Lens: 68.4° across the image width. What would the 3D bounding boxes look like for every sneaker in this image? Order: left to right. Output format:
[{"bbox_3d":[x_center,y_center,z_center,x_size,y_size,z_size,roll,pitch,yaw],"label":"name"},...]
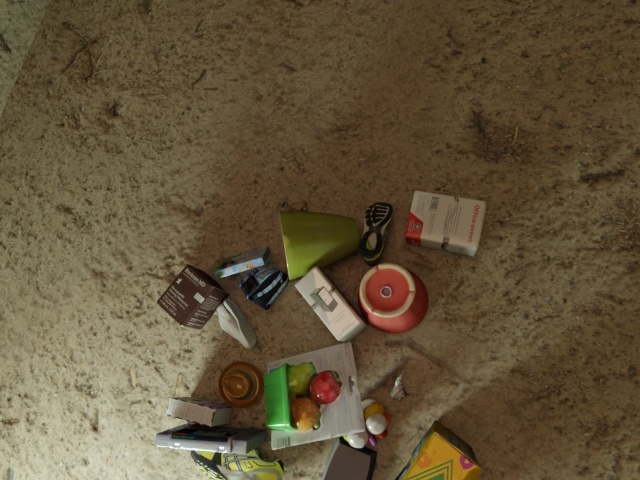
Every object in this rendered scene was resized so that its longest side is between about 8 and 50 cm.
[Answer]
[{"bbox_3d":[-0.351,0.355,1.941,0.095,0.090,0.235,-42,65,13],"label":"sneaker"},{"bbox_3d":[-0.311,0.849,1.774,0.385,0.145,0.147,15,48,19],"label":"sneaker"},{"bbox_3d":[0.221,-0.028,1.897,0.111,0.121,0.299,13,59,15],"label":"sneaker"},{"bbox_3d":[0.305,0.550,1.748,0.069,0.038,0.098,25,91,17],"label":"sneaker"}]

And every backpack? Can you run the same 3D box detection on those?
[{"bbox_3d":[-0.222,0.174,1.914,0.173,0.158,0.117,-46,54,0],"label":"backpack"}]

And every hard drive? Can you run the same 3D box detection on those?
[{"bbox_3d":[0.090,0.861,1.698,0.172,0.054,0.254,17,79,17],"label":"hard drive"}]

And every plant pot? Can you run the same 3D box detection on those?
[{"bbox_3d":[0.000,0.000,1.876,0.294,0.274,0.274,-8,72,-4],"label":"plant pot"},{"bbox_3d":[0.258,0.203,1.747,0.275,0.243,0.274,-4,74,13],"label":"plant pot"}]

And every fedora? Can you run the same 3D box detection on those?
[{"bbox_3d":[-0.327,0.571,1.866,0.195,0.079,0.194,-4,73,13],"label":"fedora"}]

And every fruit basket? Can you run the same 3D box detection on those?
[{"bbox_3d":[-0.025,0.569,1.736,0.353,0.165,0.326,-15,56,8],"label":"fruit basket"}]

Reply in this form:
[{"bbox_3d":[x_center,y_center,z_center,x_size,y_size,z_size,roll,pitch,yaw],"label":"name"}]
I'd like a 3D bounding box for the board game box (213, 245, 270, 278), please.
[{"bbox_3d":[-0.323,0.089,1.966,0.212,0.160,0.039,-16,105,8],"label":"board game box"}]

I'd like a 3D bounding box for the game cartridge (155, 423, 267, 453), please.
[{"bbox_3d":[-0.401,0.732,1.758,0.356,0.230,0.068,-1,74,12],"label":"game cartridge"}]

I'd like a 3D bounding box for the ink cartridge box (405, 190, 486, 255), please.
[{"bbox_3d":[0.486,-0.067,1.838,0.273,0.114,0.196,11,76,17],"label":"ink cartridge box"}]

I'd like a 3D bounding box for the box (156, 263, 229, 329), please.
[{"bbox_3d":[-0.527,0.239,1.961,0.169,0.167,0.203,36,85,20],"label":"box"}]

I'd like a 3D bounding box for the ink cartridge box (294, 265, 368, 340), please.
[{"bbox_3d":[0.046,0.249,1.807,0.115,0.198,0.273,-41,69,1],"label":"ink cartridge box"}]

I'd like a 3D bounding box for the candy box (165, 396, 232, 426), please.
[{"bbox_3d":[-0.467,0.661,1.827,0.197,0.165,0.070,7,75,16],"label":"candy box"}]

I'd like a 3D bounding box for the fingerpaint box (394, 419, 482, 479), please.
[{"bbox_3d":[0.315,0.771,1.464,0.163,0.445,0.371,34,85,20],"label":"fingerpaint box"}]

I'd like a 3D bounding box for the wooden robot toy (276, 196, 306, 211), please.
[{"bbox_3d":[-0.098,-0.142,2.037,0.173,0.076,0.079,24,46,18],"label":"wooden robot toy"}]

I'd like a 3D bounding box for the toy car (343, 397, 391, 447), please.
[{"bbox_3d":[0.173,0.674,1.700,0.182,0.159,0.136,-37,106,0],"label":"toy car"}]
